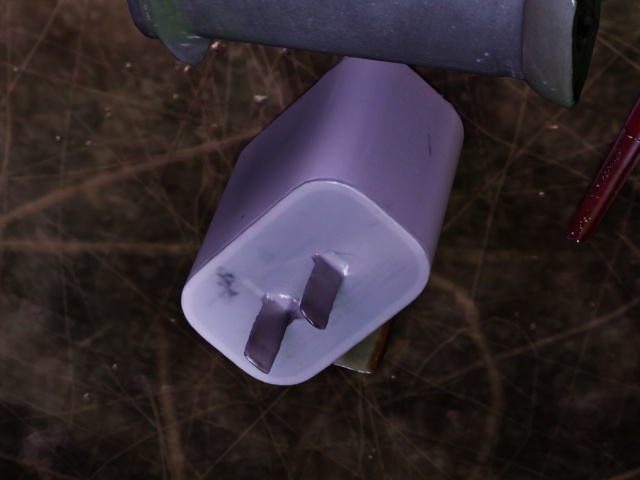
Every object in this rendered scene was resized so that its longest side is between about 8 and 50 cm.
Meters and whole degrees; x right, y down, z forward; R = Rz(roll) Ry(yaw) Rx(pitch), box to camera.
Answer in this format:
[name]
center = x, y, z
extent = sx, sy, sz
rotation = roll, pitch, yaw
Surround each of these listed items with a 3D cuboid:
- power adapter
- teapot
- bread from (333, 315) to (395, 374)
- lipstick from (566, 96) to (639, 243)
[power adapter]
center = 0.000, 0.000, 1.455
extent = 0.124, 0.255, 0.187
rotation = 39, 123, -16
[teapot]
center = 0.026, -0.236, 1.340
extent = 0.337, 0.200, 0.270
rotation = 8, 111, 11
[bread]
center = 0.015, 0.087, 1.575
extent = 0.074, 0.139, 0.084
rotation = 14, 124, 3
[lipstick]
center = 0.228, -0.064, 1.493
extent = 0.027, 0.027, 0.176
rotation = 25, 126, -2
